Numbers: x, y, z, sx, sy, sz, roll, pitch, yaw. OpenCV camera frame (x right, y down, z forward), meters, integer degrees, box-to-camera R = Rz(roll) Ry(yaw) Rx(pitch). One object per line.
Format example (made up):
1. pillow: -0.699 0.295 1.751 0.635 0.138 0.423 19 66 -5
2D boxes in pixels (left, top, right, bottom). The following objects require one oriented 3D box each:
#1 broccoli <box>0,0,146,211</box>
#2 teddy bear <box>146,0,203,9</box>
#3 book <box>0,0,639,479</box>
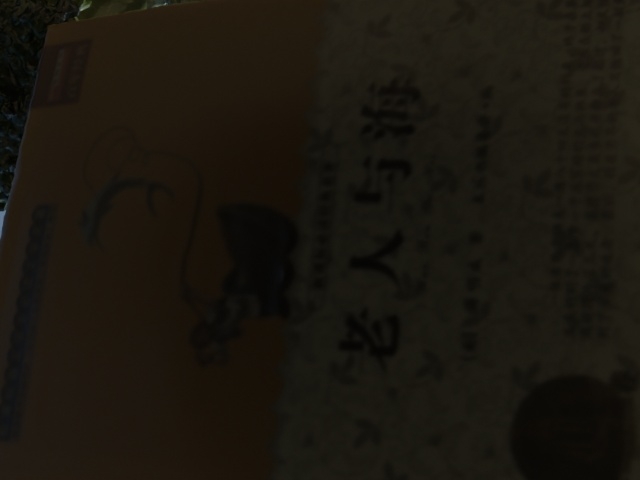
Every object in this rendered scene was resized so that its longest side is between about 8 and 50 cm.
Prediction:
1. broccoli: -0.233 -0.146 0.868 0.263 0.247 0.243 27 -142 12
2. teddy bear: -0.121 -0.329 1.051 0.362 0.327 0.375 9 153 3
3. book: 0.000 0.000 0.548 0.389 0.268 0.032 -2 161 28
